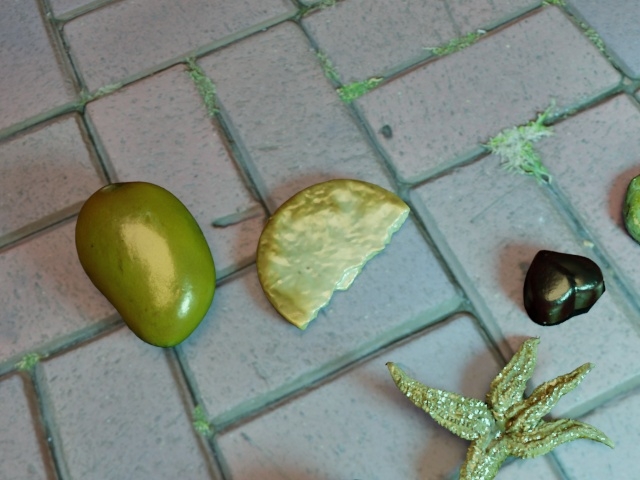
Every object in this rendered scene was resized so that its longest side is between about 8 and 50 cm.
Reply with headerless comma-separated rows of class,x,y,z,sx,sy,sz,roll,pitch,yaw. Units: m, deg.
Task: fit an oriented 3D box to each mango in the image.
mango,-0.301,0.035,1.201,0.211,0.173,0.317,-30,73,-8

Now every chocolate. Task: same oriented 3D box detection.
chocolate,0.413,0.064,1.164,0.149,0.080,0.125,-21,66,-3

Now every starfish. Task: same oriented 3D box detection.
starfish,0.298,0.264,1.084,0.294,0.084,0.301,-26,69,-11

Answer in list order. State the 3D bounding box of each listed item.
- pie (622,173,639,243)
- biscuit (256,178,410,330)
pie,0.629,-0.050,1.215,0.187,0.041,0.186,-2,66,5
biscuit,0.000,0.000,1.255,0.205,0.040,0.309,38,74,19
